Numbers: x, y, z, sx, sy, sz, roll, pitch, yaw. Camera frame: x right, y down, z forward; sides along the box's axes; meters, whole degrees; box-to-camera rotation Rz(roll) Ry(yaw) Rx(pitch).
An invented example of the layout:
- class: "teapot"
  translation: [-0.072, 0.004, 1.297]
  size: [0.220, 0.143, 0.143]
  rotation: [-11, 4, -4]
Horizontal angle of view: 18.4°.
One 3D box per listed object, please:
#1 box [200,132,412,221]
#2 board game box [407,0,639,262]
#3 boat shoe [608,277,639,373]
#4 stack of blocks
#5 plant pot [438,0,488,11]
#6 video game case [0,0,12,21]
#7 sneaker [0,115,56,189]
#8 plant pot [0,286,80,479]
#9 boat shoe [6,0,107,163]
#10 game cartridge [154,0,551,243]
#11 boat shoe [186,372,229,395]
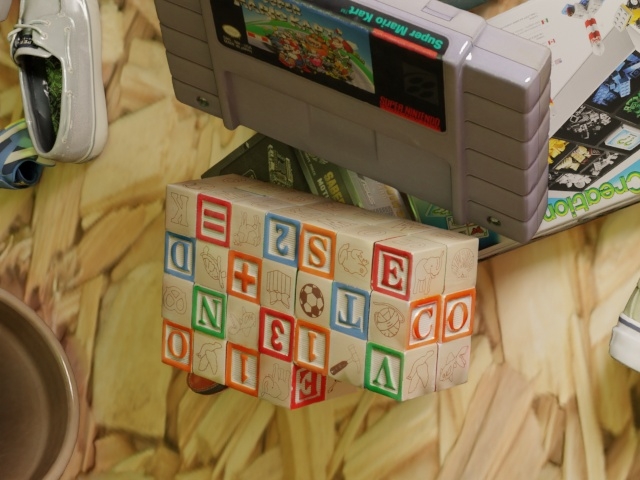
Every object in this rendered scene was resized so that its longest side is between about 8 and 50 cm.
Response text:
- class: "box"
  translation: [0.000, 0.000, 1.811]
  size: [0.183, 0.056, 0.231]
  rotation: [-34, 74, 42]
- class: "board game box"
  translation: [0.200, -0.108, 1.692]
  size: [0.305, 0.053, 0.193]
  rotation: [-21, 83, 33]
- class: "boat shoe"
  translation: [0.365, 0.099, 1.568]
  size: [0.302, 0.109, 0.094]
  rotation: [22, 103, 33]
- class: "stack of blocks"
  translation: [-0.007, 0.055, 1.726]
  size: [0.297, 0.087, 0.171]
  rotation: [15, 109, 41]
- class: "plant pot"
  translation: [0.070, -0.309, 1.663]
  size: [0.247, 0.248, 0.252]
  rotation: [53, 132, 18]
- class: "video game case"
  translation: [-0.374, -0.390, 2.011]
  size: [0.285, 0.025, 0.204]
  rotation: [58, 147, 20]
- class: "sneaker"
  translation: [-0.329, -0.074, 2.047]
  size: [0.144, 0.053, 0.059]
  rotation: [-32, 78, 32]
- class: "plant pot"
  translation: [-0.415, 0.190, 2.024]
  size: [0.229, 0.263, 0.263]
  rotation: [-31, 76, 48]
- class: "boat shoe"
  translation: [-0.270, -0.189, 1.981]
  size: [0.079, 0.081, 0.227]
  rotation: [-11, 87, 33]
- class: "game cartridge"
  translation: [0.021, -0.136, 1.628]
  size: [0.355, 0.230, 0.068]
  rotation: [23, 66, 20]
- class: "boat shoe"
  translation: [-0.086, 0.107, 1.904]
  size: [0.137, 0.043, 0.049]
  rotation: [-38, 75, 31]
